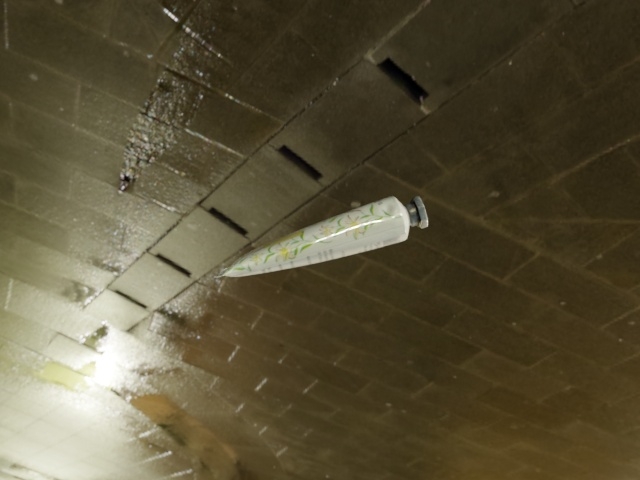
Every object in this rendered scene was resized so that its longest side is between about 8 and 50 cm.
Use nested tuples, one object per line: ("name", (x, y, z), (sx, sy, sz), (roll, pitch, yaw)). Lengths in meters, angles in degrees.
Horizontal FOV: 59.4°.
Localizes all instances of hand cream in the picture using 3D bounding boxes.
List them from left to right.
("hand cream", (0.000, 0.000, 0.507), (0.194, 0.067, 0.042), (-16, 98, -1))
